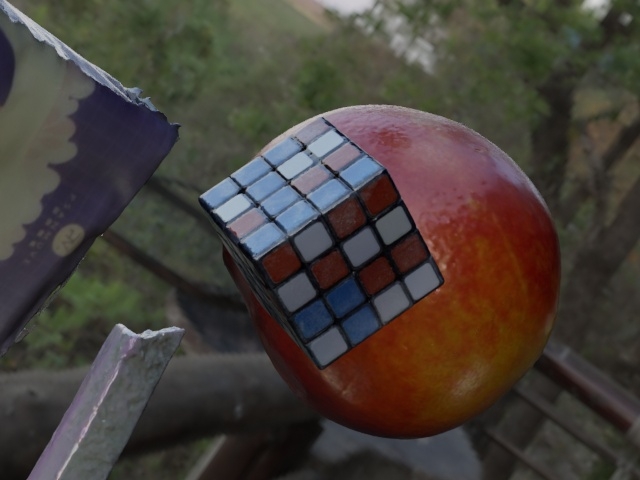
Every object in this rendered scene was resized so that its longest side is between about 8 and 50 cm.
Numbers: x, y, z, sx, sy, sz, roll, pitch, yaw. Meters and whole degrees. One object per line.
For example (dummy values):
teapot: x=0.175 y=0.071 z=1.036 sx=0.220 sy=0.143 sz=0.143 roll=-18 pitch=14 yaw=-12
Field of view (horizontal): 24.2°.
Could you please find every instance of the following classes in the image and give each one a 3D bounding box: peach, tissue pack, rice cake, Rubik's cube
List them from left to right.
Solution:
tissue pack: x=-0.294 y=-0.080 z=1.064 sx=0.125 sy=0.242 sz=0.344 roll=43 pitch=4 yaw=40
rice cake: x=-0.241 y=0.227 z=1.380 sx=0.056 sy=0.365 sz=0.073 roll=33 pitch=-8 yaw=-30
Rubik's cube: x=0.000 y=0.000 z=0.866 sx=0.092 sy=0.092 sz=0.092 roll=60 pitch=-8 yaw=-34
peach: x=0.074 y=0.022 z=1.672 sx=0.388 sy=0.388 sz=0.388 roll=34 pitch=7 yaw=-5
